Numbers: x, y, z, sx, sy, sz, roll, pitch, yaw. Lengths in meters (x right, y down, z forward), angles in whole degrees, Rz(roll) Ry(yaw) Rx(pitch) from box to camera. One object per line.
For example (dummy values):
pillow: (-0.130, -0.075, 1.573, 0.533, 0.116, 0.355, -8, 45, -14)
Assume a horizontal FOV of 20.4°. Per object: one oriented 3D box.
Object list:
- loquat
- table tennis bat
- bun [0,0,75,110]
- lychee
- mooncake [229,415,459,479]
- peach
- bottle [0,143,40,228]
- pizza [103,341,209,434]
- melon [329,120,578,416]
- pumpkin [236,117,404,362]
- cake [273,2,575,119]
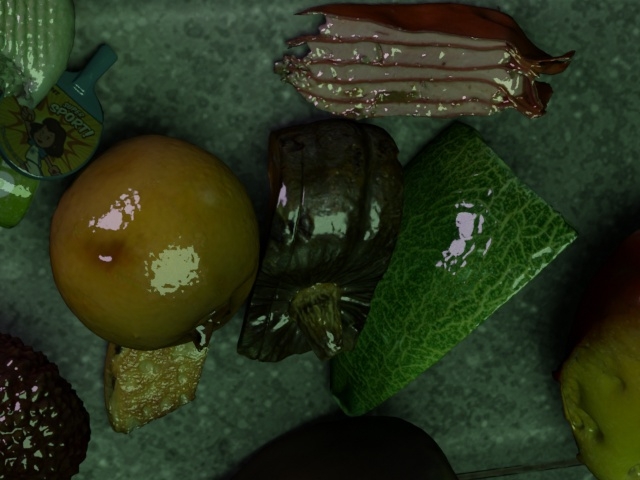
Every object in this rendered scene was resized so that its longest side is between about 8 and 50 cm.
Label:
loquat: (-0.152, 0.006, 1.659, 0.208, 0.208, 0.208, -7, 116, -15)
table tennis bat: (-0.238, -0.121, 1.633, 0.100, 0.019, 0.155, 43, 61, -10)
bun: (-0.326, -0.192, 1.556, 0.212, 0.126, 0.204, 27, 77, -33)
lychee: (-0.317, 0.186, 1.700, 0.188, 0.188, 0.188, -7, 116, -15)
mooncake: (0.024, 0.320, 1.824, 0.290, 0.290, 0.161, -30, 120, -3)
peach: (0.383, 0.141, 1.872, 0.281, 0.281, 0.338, 16, 108, -24)
bottle: (-0.415, -0.100, 1.588, 0.330, 0.093, 0.093, 18, 107, -25)
pizza: (-0.169, 0.123, 1.806, 0.099, 0.036, 0.160, 7, 112, -20)
melon: (0.104, 0.054, 1.804, 0.323, 0.196, 0.124, -50, 144, 13)
pumpkin: (0.001, 0.005, 1.720, 0.131, 0.126, 0.248, 2, 95, -19)
cake: (0.099, -0.177, 1.735, 0.287, 0.135, 0.098, 4, 119, 1)
